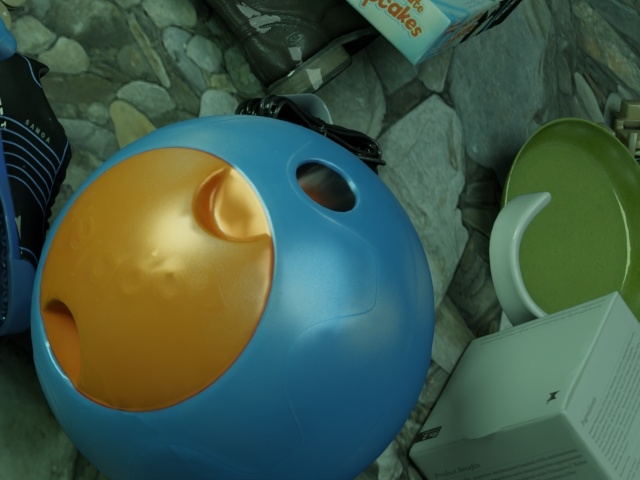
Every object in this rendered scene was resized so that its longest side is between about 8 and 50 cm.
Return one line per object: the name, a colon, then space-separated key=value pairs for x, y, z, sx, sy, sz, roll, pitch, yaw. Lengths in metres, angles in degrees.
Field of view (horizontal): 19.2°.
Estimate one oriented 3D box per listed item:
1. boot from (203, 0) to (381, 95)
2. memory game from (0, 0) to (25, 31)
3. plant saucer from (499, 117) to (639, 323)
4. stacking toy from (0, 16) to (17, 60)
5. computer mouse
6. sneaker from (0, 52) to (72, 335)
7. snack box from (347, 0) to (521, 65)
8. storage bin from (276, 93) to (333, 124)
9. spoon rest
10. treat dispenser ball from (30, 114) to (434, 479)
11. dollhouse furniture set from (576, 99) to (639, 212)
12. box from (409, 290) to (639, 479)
boot: x=-0.044 y=-0.254 z=1.736 sx=0.229 sy=0.091 sz=0.263 roll=52 pitch=34 yaw=-7
memory game: x=-0.304 y=-0.233 z=1.483 sx=0.186 sy=0.012 sz=0.186 roll=24 pitch=55 yaw=-40
plant saucer: x=0.266 y=-0.007 z=1.980 sx=0.241 sy=0.037 sz=0.241 roll=9 pitch=76 yaw=-38
stacking toy: x=-0.331 y=-0.033 z=1.276 sx=0.175 sy=0.166 sz=0.301 roll=24 pitch=70 yaw=-45
computer mouse: x=0.000 y=0.000 z=1.540 sx=0.184 sy=0.060 sz=0.262 roll=24 pitch=57 yaw=-40
sneaker: x=-0.227 y=-0.040 z=1.425 sx=0.090 sy=0.081 sz=0.232 roll=3 pitch=69 yaw=-42
snack box: x=0.084 y=-0.269 z=1.795 sx=0.187 sy=0.060 sz=0.322 roll=43 pitch=23 yaw=5
storage bin: x=-0.040 y=-0.047 z=1.634 sx=0.098 sy=0.091 sz=0.135 roll=-9 pitch=79 yaw=-49
spoon rest: x=0.240 y=0.091 z=1.852 sx=0.084 sy=0.137 sz=0.276 roll=-34 pitch=103 yaw=-29
treat dispenser ball: x=-0.062 y=0.054 z=1.351 sx=0.288 sy=0.288 sz=0.288 roll=24 pitch=56 yaw=-41
dollhouse furniture set: x=0.336 y=-0.094 z=2.129 sx=0.182 sy=0.161 sz=0.101 roll=1 pitch=109 yaw=-10
box: x=0.209 y=0.164 z=1.747 sx=0.119 sy=0.181 sz=0.182 roll=54 pitch=41 yaw=-17
